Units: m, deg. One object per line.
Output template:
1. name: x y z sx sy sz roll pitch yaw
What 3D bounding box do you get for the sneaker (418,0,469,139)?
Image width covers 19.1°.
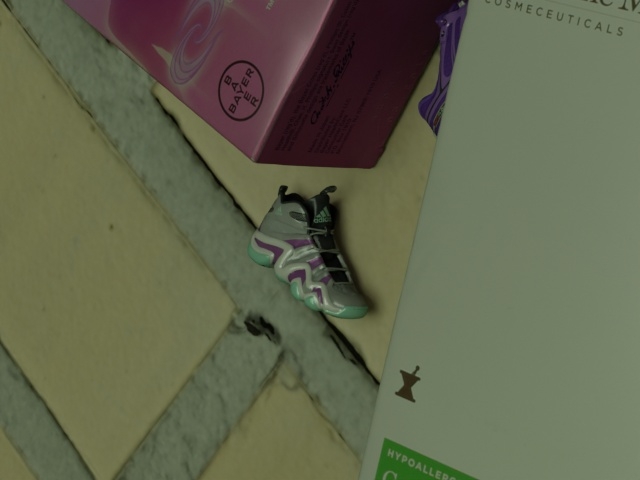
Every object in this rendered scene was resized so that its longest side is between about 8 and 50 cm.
1. sneaker: 0.098 -0.129 1.069 0.071 0.068 0.170 40 114 37

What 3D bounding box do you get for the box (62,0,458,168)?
1. box: -0.035 -0.197 1.139 0.243 0.117 0.213 41 114 31

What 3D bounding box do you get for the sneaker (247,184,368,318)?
1. sneaker: 0.000 0.000 1.161 0.098 0.038 0.069 35 112 32

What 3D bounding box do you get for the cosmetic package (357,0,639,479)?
1. cosmetic package: 0.156 0.043 0.967 0.197 0.155 0.365 19 103 38
